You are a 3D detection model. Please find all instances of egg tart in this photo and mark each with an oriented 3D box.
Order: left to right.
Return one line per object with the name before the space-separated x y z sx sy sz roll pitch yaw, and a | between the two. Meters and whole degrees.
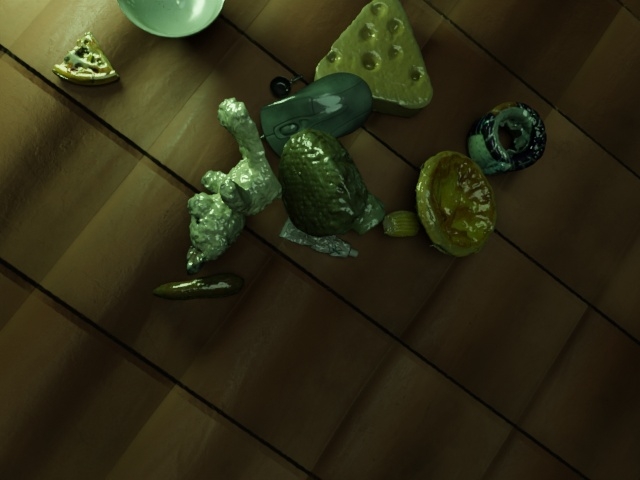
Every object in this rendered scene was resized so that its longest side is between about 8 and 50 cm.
egg tart | 0.411 -0.114 1.327 0.340 0.132 0.342 4 82 -25

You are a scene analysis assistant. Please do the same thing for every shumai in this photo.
shumai | 0.054 -0.172 1.250 0.288 0.291 0.330 -15 79 -38

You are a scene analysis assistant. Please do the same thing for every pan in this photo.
pan | -0.108 -0.504 1.348 0.115 0.023 0.069 -27 90 -6

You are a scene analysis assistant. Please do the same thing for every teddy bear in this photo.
teddy bear | -0.301 -0.140 1.157 0.361 0.327 0.376 -30 120 -8

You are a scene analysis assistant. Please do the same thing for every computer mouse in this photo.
computer mouse | -0.018 -0.374 1.262 0.370 0.122 0.189 -20 111 10

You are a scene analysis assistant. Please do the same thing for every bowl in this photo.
bowl | -0.436 -0.727 1.254 0.312 0.146 0.314 0 88 -8

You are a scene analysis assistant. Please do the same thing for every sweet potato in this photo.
sweet potato | -0.368 0.145 1.253 0.272 0.075 0.076 -8 88 -8

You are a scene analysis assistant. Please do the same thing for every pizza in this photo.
pizza | -0.696 -0.552 1.263 0.184 0.036 0.176 12 85 -8

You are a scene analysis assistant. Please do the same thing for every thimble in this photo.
thimble | 0.610 -0.327 1.379 0.236 0.150 0.238 0 88 -9

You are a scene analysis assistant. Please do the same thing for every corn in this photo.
corn | 0.258 -0.051 1.318 0.165 0.063 0.085 -9 110 -49

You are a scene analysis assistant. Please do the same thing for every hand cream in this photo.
hand cream | 0.000 0.000 1.327 0.256 0.050 0.084 23 87 -3

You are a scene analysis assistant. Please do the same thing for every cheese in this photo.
cheese | 0.184 -0.606 1.355 0.382 0.104 0.385 0 88 -8
